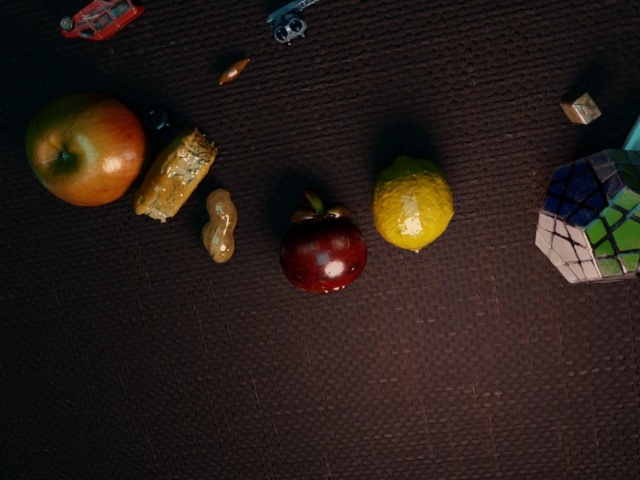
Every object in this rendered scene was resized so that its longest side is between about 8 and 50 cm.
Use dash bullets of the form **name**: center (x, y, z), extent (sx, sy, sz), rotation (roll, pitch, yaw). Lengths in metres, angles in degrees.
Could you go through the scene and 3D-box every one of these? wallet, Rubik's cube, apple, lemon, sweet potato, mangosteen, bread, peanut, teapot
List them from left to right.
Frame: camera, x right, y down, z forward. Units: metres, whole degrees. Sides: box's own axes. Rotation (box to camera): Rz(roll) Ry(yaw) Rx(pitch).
- **apple**: center (-0.556, -0.220, 1.472), extent (0.286, 0.233, 0.286), rotation (3, 108, 10)
- **teapot**: center (-0.405, -0.299, 1.529), extent (0.100, 0.045, 0.068), rotation (28, 85, 17)
- **bread**: center (-0.355, -0.158, 1.496), extent (0.121, 0.174, 0.245), rotation (41, 115, -10)
- **peanut**: center (-0.258, -0.037, 1.565), extent (0.089, 0.089, 0.193), rotation (9, 103, 5)
- **sweet potato**: center (-0.210, -0.409, 1.477), extent (0.095, 0.034, 0.034), rotation (-36, 99, 5)
- **mangosteen**: center (0.000, 0.000, 1.485), extent (0.215, 0.215, 0.258), rotation (-14, 83, 11)
- **lemon**: center (0.212, -0.087, 1.430), extent (0.192, 0.192, 0.231), rotation (-9, 99, 10)
- **Rubik's cube**: center (0.630, -0.047, 1.345), extent (0.264, 0.319, 0.319), rotation (35, 110, -32)
- **wallet**: center (0.753, -0.244, 1.394), extent (0.095, 0.033, 0.190), rotation (26, 107, 1)

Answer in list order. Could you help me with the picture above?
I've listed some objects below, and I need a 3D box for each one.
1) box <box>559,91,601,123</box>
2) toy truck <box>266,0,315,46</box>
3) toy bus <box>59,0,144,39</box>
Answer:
- **box**: center (0.576, -0.294, 1.369), extent (0.045, 0.098, 0.062), rotation (-37, 100, 10)
- **toy truck**: center (-0.051, -0.509, 1.415), extent (0.136, 0.063, 0.074), rotation (-24, 82, 10)
- **toy bus**: center (-0.521, -0.530, 1.461), extent (0.195, 0.081, 0.089), rotation (-30, 110, 14)
